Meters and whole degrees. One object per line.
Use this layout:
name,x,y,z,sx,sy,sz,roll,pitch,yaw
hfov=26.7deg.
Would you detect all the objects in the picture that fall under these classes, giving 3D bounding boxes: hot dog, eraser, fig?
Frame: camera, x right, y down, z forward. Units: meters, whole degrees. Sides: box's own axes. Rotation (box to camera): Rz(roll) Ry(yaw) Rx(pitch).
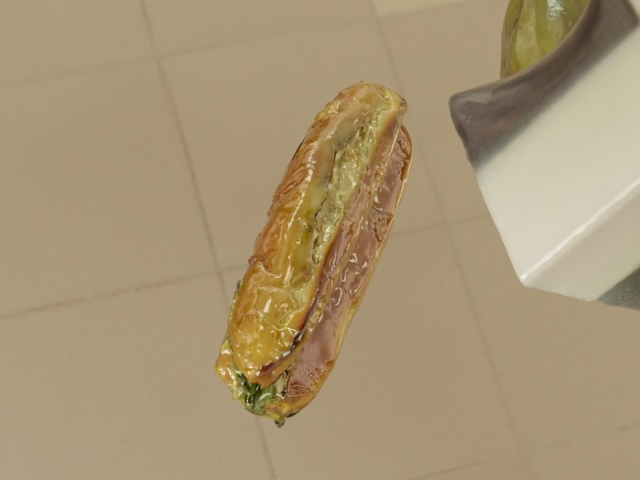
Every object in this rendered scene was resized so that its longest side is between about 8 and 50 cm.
hot dog,0.000,0.000,0.914,0.072,0.115,0.269,16,53,13
eraser,0.207,-0.127,0.394,0.096,0.404,0.098,12,47,-38
fig,0.234,-0.180,1.276,0.154,0.144,0.165,-9,91,-52
